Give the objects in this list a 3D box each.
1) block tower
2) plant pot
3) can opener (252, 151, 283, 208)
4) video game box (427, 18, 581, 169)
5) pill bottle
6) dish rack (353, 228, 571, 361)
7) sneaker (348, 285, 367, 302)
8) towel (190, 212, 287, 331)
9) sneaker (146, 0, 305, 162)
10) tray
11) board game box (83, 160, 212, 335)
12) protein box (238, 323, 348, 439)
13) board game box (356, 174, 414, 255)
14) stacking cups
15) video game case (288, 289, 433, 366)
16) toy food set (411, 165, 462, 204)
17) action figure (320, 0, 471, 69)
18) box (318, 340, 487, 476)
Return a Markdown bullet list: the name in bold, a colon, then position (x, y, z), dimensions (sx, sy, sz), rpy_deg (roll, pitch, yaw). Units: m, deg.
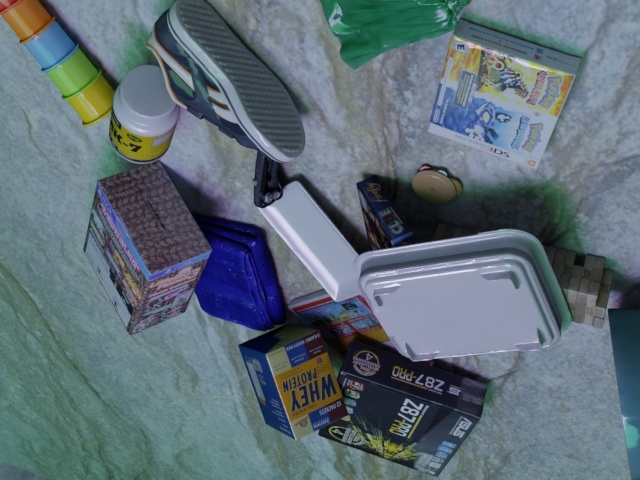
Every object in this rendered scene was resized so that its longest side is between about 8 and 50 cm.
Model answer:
- **block tower**: position (0.343, 0.059, 1.639), dimensions (0.335, 0.097, 0.091), rpy_deg (12, 141, 18)
- **plant pot**: position (0.622, 0.245, 1.542), dimensions (0.235, 0.293, 0.293), rpy_deg (-9, 133, 17)
- **can opener**: position (-0.100, -0.135, 1.699), dimensions (0.073, 0.059, 0.186), rpy_deg (46, 147, 30)
- **video game box**: position (0.270, -0.215, 1.386), dimensions (0.187, 0.048, 0.205), rpy_deg (18, 143, 8)
- **pill bottle**: position (-0.315, -0.226, 1.649), dimensions (0.119, 0.119, 0.208), rpy_deg (31, 158, -5)
- **dish rack**: position (0.240, 0.115, 1.581), dimensions (0.332, 0.072, 0.285), rpy_deg (-9, 135, 26)
- **sneaker**: position (0.123, 0.096, 1.856), dimensions (0.170, 0.075, 0.063), rpy_deg (24, 169, 44)
- **towel**: position (-0.205, 0.078, 2.026), dimensions (0.227, 0.076, 0.308), rpy_deg (11, 141, 20)
- **sneaker**: position (-0.160, -0.254, 1.551), dimensions (0.127, 0.126, 0.321), rpy_deg (-26, 108, 43)
- **tray**: position (0.000, 0.000, 1.807), dimensions (0.145, 0.030, 0.270), rpy_deg (-23, 111, 48)
- **board game box**: position (-0.369, 0.021, 1.921), dimensions (0.232, 0.141, 0.291), rpy_deg (57, 148, 16)
- **protein box**: position (-0.064, 0.310, 2.050), dimensions (0.200, 0.136, 0.201), rpy_deg (-1, 109, 67)
- **board game box**: position (0.131, 0.022, 1.681), dimensions (0.042, 0.165, 0.243), rpy_deg (-22, 136, -7)
- **stacking cups**: position (-0.489, -0.361, 1.673), dimensions (0.096, 0.096, 0.316), rpy_deg (-9, 125, 40)
- **video game case**: position (0.089, 0.208, 2.041), dimensions (0.285, 0.025, 0.204), rpy_deg (44, 141, -22)
- **toy food set**: position (0.198, -0.095, 1.601), dimensions (0.082, 0.020, 0.083), rpy_deg (37, 144, -13)
- **action figure**: position (0.117, -0.328, 1.329), dimensions (0.232, 0.063, 0.137), rpy_deg (-2, 133, 39)
- **box**: position (0.177, 0.397, 2.130), dimensions (0.318, 0.097, 0.395), rpy_deg (17, 146, 1)
